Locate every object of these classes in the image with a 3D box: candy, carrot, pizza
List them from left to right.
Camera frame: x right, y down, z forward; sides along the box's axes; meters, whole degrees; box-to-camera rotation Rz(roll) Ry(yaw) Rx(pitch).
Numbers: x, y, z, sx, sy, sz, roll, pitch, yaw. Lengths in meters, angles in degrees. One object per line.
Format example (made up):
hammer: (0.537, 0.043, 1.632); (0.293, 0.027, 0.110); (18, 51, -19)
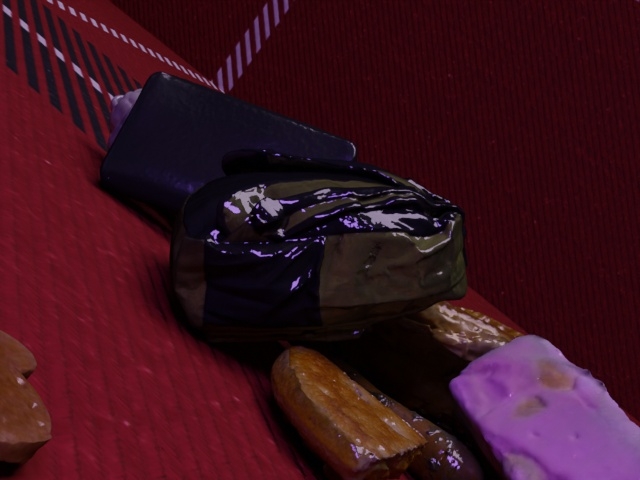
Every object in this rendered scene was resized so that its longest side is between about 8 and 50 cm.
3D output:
pizza: (0.020, 0.143, 0.816); (0.134, 0.046, 0.175); (33, 9, -16)
carrot: (0.045, 0.142, 0.952); (0.254, 0.049, 0.049); (37, 7, 31)
candy: (0.211, 0.201, 0.871); (0.155, 0.116, 0.265); (59, -1, -28)

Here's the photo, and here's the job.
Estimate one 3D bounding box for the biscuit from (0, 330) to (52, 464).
biscuit: (-0.182, 0.058, 0.523); (0.140, 0.023, 0.118); (40, 8, 24)

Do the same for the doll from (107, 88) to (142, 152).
doll: (-0.122, -0.067, 1.177); (0.293, 0.138, 0.119); (42, -31, 16)

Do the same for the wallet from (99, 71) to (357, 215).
wallet: (-0.085, -0.073, 1.105); (0.250, 0.149, 0.044); (20, -22, 4)

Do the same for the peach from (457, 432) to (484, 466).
peach: (0.258, 0.263, 1.071); (0.279, 0.068, 0.189); (20, 10, 9)

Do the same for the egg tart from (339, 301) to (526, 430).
egg tart: (0.113, 0.111, 1.101); (0.295, 0.116, 0.295); (25, 1, 0)

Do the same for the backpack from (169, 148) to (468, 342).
backpack: (0.000, 0.000, 0.926); (0.253, 0.140, 0.207); (-2, 17, -6)
